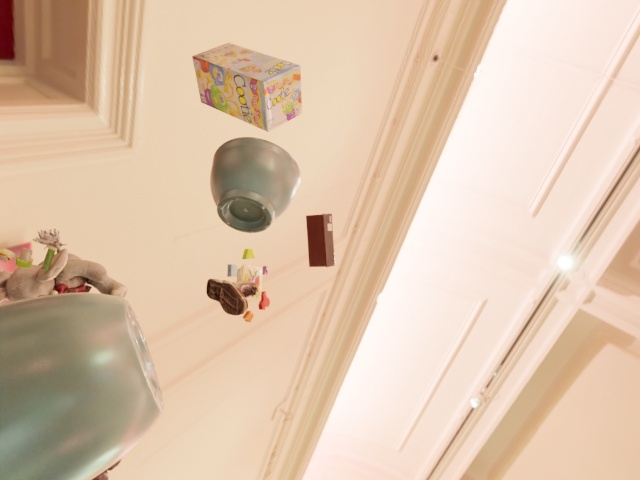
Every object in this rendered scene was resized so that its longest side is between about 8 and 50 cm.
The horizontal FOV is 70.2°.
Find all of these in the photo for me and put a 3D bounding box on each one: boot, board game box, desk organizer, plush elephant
[{"bbox_3d":[-0.209,0.143,1.239,0.198,0.137,0.077,26,-72,50],"label":"boot"},{"bbox_3d":[-0.201,-0.430,1.263,0.275,0.144,0.142,29,-40,29],"label":"board game box"},{"bbox_3d":[0.000,0.000,1.115,0.050,0.047,0.130,-3,-88,28],"label":"desk organizer"},{"bbox_3d":[-0.795,0.141,1.343,0.272,0.255,0.330,-23,-74,13],"label":"plush elephant"}]

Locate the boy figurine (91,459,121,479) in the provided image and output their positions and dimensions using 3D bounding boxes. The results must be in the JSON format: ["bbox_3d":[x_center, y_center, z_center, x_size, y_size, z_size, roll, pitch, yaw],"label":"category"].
[{"bbox_3d":[-0.440,0.324,0.869,0.092,0.177,0.285,8,-73,4],"label":"boy figurine"}]

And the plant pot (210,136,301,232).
[{"bbox_3d":[-0.219,-0.149,1.439,0.293,0.196,0.293,5,-38,4],"label":"plant pot"}]

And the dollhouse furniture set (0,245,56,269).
[{"bbox_3d":[-0.783,0.028,1.187,0.058,0.152,0.076,-70,-157,3],"label":"dollhouse furniture set"}]

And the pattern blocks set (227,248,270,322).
[{"bbox_3d":[-0.273,0.173,1.777,0.026,0.325,0.285,-1,-83,18],"label":"pattern blocks set"}]

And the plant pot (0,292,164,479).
[{"bbox_3d":[-0.365,0.208,0.648,0.293,0.235,0.293,55,-24,40],"label":"plant pot"}]
